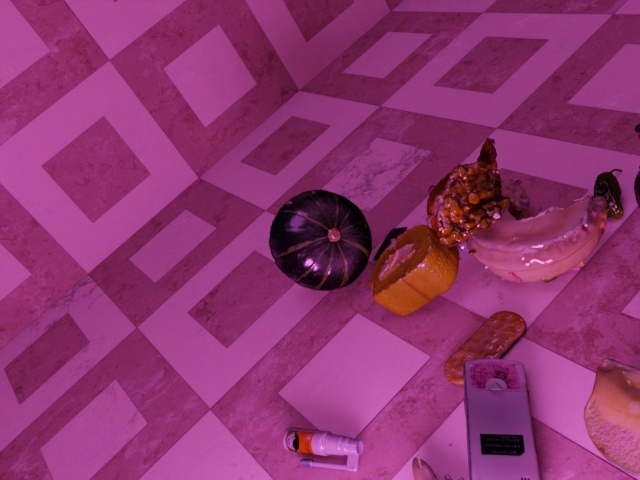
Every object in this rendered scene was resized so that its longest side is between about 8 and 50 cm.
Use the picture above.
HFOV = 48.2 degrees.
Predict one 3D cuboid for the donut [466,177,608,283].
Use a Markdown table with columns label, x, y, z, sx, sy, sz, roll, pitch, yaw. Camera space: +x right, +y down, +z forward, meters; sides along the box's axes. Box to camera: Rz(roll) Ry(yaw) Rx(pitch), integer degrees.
| label | x | y | z | sx | sy | sz | roll | pitch | yaw |
| --- | --- | --- | --- | --- | --- | --- | --- | --- | --- |
| donut | 0.556 | -0.018 | 1.899 | 0.307 | 0.150 | 0.371 | -44 | 33 | -17 |

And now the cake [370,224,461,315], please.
| label | x | y | z | sx | sy | sz | roll | pitch | yaw |
| --- | --- | --- | --- | --- | --- | --- | --- | --- | --- |
| cake | 0.258 | 0.082 | 1.993 | 0.260 | 0.156 | 0.179 | -37 | 27 | 36 |

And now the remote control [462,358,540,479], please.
| label | x | y | z | sx | sy | sz | roll | pitch | yaw |
| --- | --- | --- | --- | --- | --- | --- | --- | --- | --- |
| remote control | 0.389 | 0.402 | 1.562 | 0.145 | 0.050 | 0.344 | 0 | 40 | 9 |

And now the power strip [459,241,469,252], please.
| label | x | y | z | sx | sy | sz | roll | pitch | yaw |
| --- | --- | --- | --- | --- | --- | --- | --- | --- | --- |
| power strip | 0.419 | -0.035 | 2.152 | 0.060 | 0.027 | 0.252 | -30 | 33 | 6 |

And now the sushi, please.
| label | x | y | z | sx | sy | sz | roll | pitch | yaw |
| --- | --- | --- | --- | --- | --- | --- | --- | --- | --- |
| sushi | 0.394 | -0.117 | 1.909 | 0.296 | 0.167 | 0.179 | -42 | 3 | -19 |

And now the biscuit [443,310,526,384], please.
| label | x | y | z | sx | sy | sz | roll | pitch | yaw |
| --- | --- | --- | --- | --- | --- | --- | --- | --- | --- |
| biscuit | 0.406 | 0.264 | 1.778 | 0.247 | 0.029 | 0.118 | -42 | 33 | -13 |

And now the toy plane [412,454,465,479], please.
| label | x | y | z | sx | sy | sz | roll | pitch | yaw |
| --- | --- | --- | --- | --- | --- | --- | --- | --- | --- |
| toy plane | 0.243 | 0.544 | 1.509 | 0.229 | 0.092 | 0.244 | -19 | 36 | -6 |

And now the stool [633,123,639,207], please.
| label | x | y | z | sx | sy | sz | roll | pitch | yaw |
| --- | --- | --- | --- | --- | --- | --- | --- | --- | --- |
| stool | 0.913 | -0.189 | 1.783 | 0.272 | 0.178 | 0.272 | -22 | 36 | 17 |

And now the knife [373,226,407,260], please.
| label | x | y | z | sx | sy | sz | roll | pitch | yaw |
| --- | --- | --- | --- | --- | --- | --- | --- | --- | --- |
| knife | 0.203 | 0.044 | 2.252 | 0.072 | 0.019 | 0.245 | -8 | 38 | 40 |

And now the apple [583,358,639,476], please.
| label | x | y | z | sx | sy | sz | roll | pitch | yaw |
| --- | --- | --- | --- | --- | --- | --- | --- | --- | --- |
| apple | 0.633 | 0.364 | 1.379 | 0.193 | 0.120 | 0.265 | -56 | 34 | -9 |

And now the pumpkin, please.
| label | x | y | z | sx | sy | sz | roll | pitch | yaw |
| --- | --- | --- | --- | --- | --- | --- | --- | --- | --- |
| pumpkin | 0.000 | 0.000 | 2.200 | 0.323 | 0.323 | 0.241 | -55 | 15 | -29 |

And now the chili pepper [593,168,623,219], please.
| label | x | y | z | sx | sy | sz | roll | pitch | yaw |
| --- | --- | --- | --- | --- | --- | --- | --- | --- | --- |
| chili pepper | 0.777 | -0.138 | 1.942 | 0.072 | 0.073 | 0.204 | -28 | 29 | 34 |

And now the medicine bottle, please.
| label | x | y | z | sx | sy | sz | roll | pitch | yaw |
| --- | --- | --- | --- | --- | --- | --- | --- | --- | --- |
| medicine bottle | 0.004 | 0.520 | 1.780 | 0.221 | 0.061 | 0.092 | -5 | 67 | 37 |
